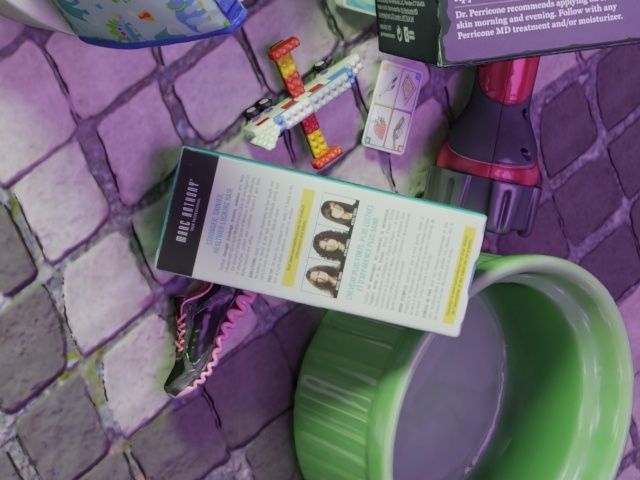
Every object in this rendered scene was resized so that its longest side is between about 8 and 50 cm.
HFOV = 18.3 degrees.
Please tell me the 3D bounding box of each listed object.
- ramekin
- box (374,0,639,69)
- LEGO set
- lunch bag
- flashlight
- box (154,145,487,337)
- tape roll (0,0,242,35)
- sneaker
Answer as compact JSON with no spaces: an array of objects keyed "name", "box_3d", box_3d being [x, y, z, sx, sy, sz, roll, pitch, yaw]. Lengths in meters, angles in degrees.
[{"name":"ramekin","box_3d":[0.120,0.148,1.737,0.303,0.148,0.303,-12,109,-39]},{"name":"box","box_3d":[0.215,-0.315,1.573,0.343,0.179,0.312,-8,101,-12]},{"name":"LEGO set","box_3d":[0.032,-0.144,1.648,0.182,0.060,0.244,12,93,-38]},{"name":"lunch bag","box_3d":[-0.129,-0.198,1.334,0.096,0.151,0.129,-51,128,-18]},{"name":"flashlight","box_3d":[0.166,-0.159,1.728,0.103,0.103,0.304,5,99,-47]},{"name":"box","box_3d":[0.000,0.000,1.558,0.244,0.060,0.100,13,93,-1]},{"name":"tape roll","box_3d":[-0.147,-0.337,1.431,0.392,0.072,0.392,-12,109,-39]},{"name":"sneaker","box_3d":[-0.101,0.070,1.603,0.057,0.047,0.119,34,77,-20]}]
